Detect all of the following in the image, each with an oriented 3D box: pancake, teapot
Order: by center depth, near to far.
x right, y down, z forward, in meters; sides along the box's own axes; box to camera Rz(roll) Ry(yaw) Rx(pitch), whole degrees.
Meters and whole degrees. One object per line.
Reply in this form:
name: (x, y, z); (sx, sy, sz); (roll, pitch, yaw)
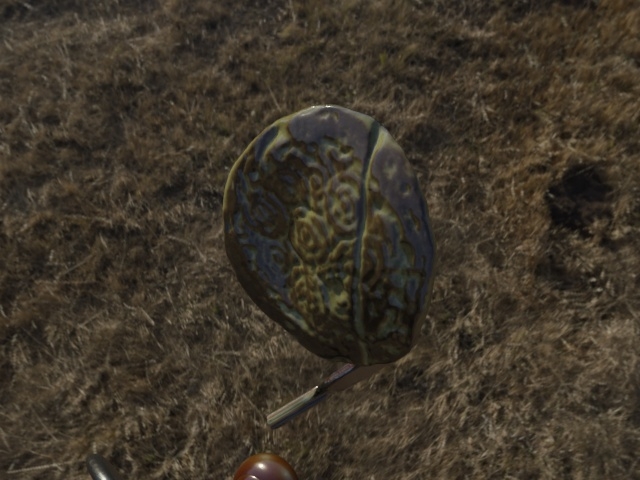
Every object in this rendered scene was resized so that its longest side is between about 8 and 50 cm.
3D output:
pancake: (0.000, 0.000, 0.568); (0.250, 0.250, 0.031); (44, 38, 17)
teapot: (-0.112, 0.554, 1.296); (0.252, 0.135, 0.179); (-13, 85, 35)

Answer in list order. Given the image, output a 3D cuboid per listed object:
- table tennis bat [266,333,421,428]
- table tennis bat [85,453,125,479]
table tennis bat: (0.031, 0.173, 0.761); (0.220, 0.130, 0.019); (-32, 70, 3)
table tennis bat: (-0.116, 0.268, 0.501); (0.027, 0.150, 0.236); (-38, 94, -24)
